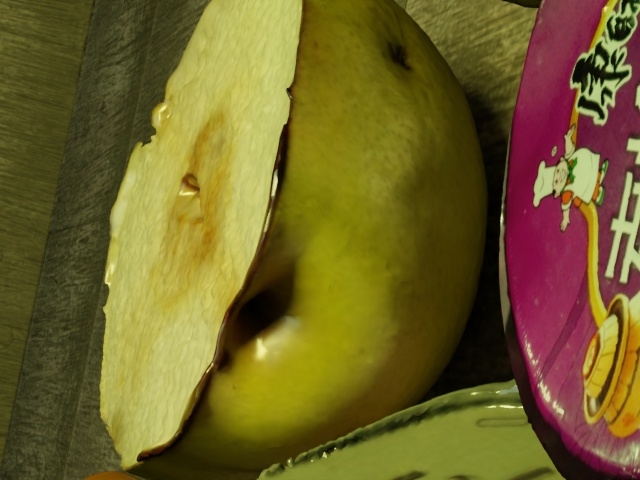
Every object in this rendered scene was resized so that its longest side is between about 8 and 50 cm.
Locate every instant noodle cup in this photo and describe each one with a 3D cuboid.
[{"bbox_3d":[0.192,-0.027,0.546,0.251,0.190,0.251,-167,90,-72],"label":"instant noodle cup"}]

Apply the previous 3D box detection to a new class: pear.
[{"bbox_3d":[0.000,0.000,1.137,0.386,0.191,0.340,-112,42,-62],"label":"pear"}]

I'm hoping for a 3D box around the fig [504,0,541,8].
[{"bbox_3d":[0.120,-0.251,0.818,0.316,0.316,0.316,-168,90,-73],"label":"fig"}]

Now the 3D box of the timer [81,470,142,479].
[{"bbox_3d":[-0.146,0.272,1.581,0.152,0.132,0.132,0,77,49],"label":"timer"}]

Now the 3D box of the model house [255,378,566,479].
[{"bbox_3d":[0.070,0.231,0.727,0.218,0.205,0.279,31,136,62],"label":"model house"}]
